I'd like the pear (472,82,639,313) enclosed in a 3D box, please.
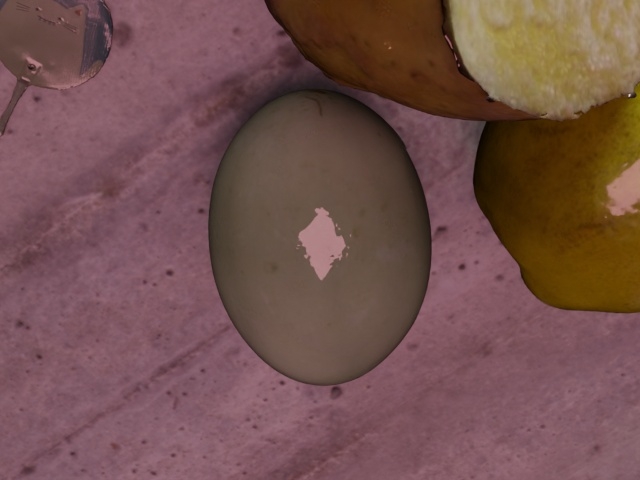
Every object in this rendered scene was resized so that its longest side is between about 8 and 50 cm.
[{"bbox_3d":[0.281,-0.079,1.050,0.307,0.253,0.253,-33,115,17],"label":"pear"}]

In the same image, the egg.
[{"bbox_3d":[0.000,0.000,1.106,0.202,0.203,0.283,-3,114,-2],"label":"egg"}]

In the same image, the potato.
[{"bbox_3d":[0.098,-0.214,0.950,0.288,0.237,0.301,27,70,-32],"label":"potato"}]

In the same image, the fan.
[{"bbox_3d":[-0.261,-0.166,1.114,0.113,0.005,0.175,26,112,-17],"label":"fan"}]
